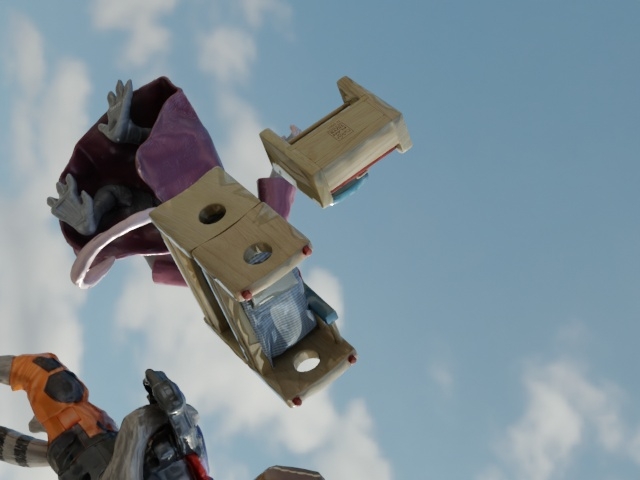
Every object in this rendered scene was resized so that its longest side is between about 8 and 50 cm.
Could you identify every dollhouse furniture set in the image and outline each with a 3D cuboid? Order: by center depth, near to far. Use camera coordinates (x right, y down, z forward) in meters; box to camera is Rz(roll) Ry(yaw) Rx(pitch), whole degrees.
[{"bbox_3d":[0.000,0.000,1.105,0.129,0.184,0.129,40,-20,44],"label":"dollhouse furniture set"}]

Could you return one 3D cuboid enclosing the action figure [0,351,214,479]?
[{"bbox_3d":[-0.214,0.246,1.537,0.330,0.178,0.341,34,-27,33],"label":"action figure"}]

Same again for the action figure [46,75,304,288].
[{"bbox_3d":[-0.126,-0.024,1.788,0.248,0.370,0.275,-40,-140,14],"label":"action figure"}]

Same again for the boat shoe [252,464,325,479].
[{"bbox_3d":[-0.047,0.319,1.239,0.120,0.123,0.324,-72,173,-64],"label":"boat shoe"}]
